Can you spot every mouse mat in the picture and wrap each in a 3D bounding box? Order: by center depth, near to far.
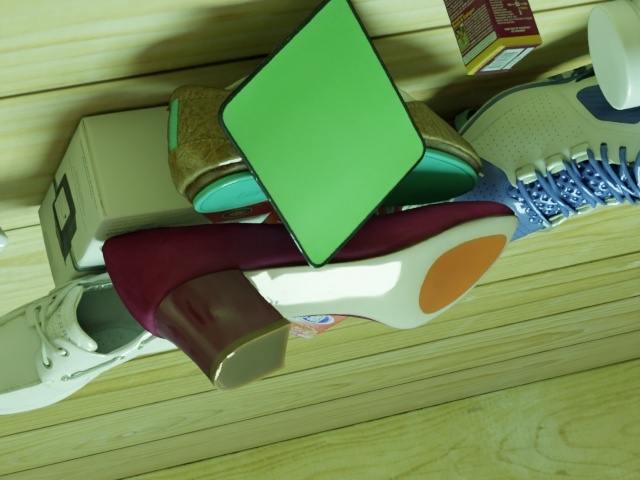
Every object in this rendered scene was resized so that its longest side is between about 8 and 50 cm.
[{"bbox_3d":[0.006,-0.087,1.449,0.152,0.007,0.189,-47,132,-19],"label":"mouse mat"}]

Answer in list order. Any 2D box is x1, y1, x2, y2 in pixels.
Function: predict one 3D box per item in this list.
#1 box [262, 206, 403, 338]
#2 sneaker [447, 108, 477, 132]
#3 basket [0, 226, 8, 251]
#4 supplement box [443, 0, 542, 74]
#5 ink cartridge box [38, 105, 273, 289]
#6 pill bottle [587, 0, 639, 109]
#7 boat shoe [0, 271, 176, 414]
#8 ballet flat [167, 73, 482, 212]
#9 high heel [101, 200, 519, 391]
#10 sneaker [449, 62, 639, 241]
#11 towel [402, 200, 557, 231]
[{"bbox_3d":[-0.017,0.005,1.770,0.123,0.128,0.257,21,165,-9],"label":"box"},{"bbox_3d":[0.153,-0.107,1.856,0.069,0.038,0.098,-24,155,36],"label":"sneaker"},{"bbox_3d":[-0.364,0.012,1.492,0.167,0.103,0.113,-43,163,7],"label":"basket"},{"bbox_3d":[0.135,-0.181,1.437,0.043,0.083,0.055,-8,164,-30],"label":"supplement box"},{"bbox_3d":[-0.150,-0.037,1.649,0.172,0.100,0.237,-9,165,-21],"label":"ink cartridge box"},{"bbox_3d":[0.370,-0.186,1.551,0.264,0.146,0.146,-14,166,-7],"label":"pill bottle"},{"bbox_3d":[-0.219,0.077,1.632,0.277,0.098,0.096,-22,164,1],"label":"boat shoe"},{"bbox_3d":[0.003,-0.094,1.545,0.342,0.124,0.116,-4,158,-42],"label":"ballet flat"},{"bbox_3d":[0.000,0.000,1.591,0.377,0.181,0.127,-18,139,-38],"label":"high heel"},{"bbox_3d":[0.266,-0.080,1.663,0.315,0.182,0.127,-32,124,9],"label":"sneaker"},{"bbox_3d":[0.161,-0.057,1.914,0.312,0.056,0.324,-5,167,-16],"label":"towel"}]
